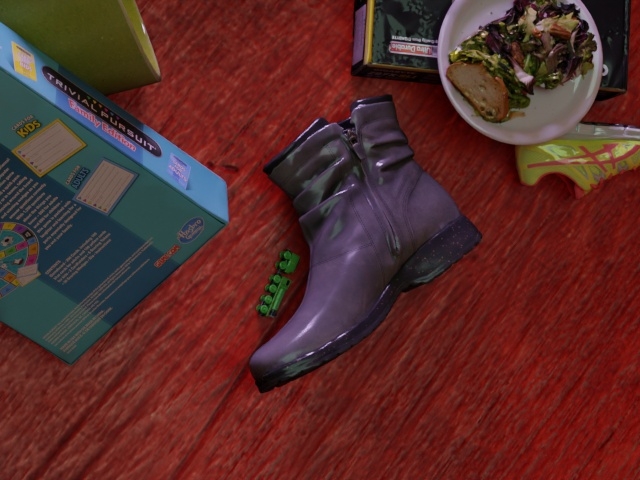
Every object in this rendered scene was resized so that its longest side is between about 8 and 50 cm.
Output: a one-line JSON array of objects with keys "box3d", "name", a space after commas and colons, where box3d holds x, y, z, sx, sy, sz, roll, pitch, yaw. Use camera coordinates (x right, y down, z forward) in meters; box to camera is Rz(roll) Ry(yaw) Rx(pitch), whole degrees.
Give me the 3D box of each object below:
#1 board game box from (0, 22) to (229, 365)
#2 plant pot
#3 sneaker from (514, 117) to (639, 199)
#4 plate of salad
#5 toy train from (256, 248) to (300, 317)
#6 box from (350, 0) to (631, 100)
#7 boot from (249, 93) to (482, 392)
[{"box3d": [-0.300, -0.050, 1.751, 0.336, 0.079, 0.254, 36, 117, -28], "name": "board game box"}, {"box3d": [-0.350, -0.236, 1.794, 0.293, 0.275, 0.274, -22, 92, 0], "name": "plant pot"}, {"box3d": [0.321, -0.093, 2.045, 0.208, 0.081, 0.094, 4, 92, -8], "name": "sneaker"}, {"box3d": [0.229, -0.207, 1.959, 0.200, 0.048, 0.200, 1, 86, -14], "name": "plate of salad"}, {"box3d": [-0.047, 0.050, 1.962, 0.024, 0.017, 0.083, 27, 80, -23], "name": "toy train"}, {"box3d": [0.201, -0.306, 2.022, 0.322, 0.079, 0.257, 5, 83, -15], "name": "box"}, {"box3d": [0.000, 0.000, 1.932, 0.338, 0.118, 0.222, -38, 94, -30], "name": "boot"}]
